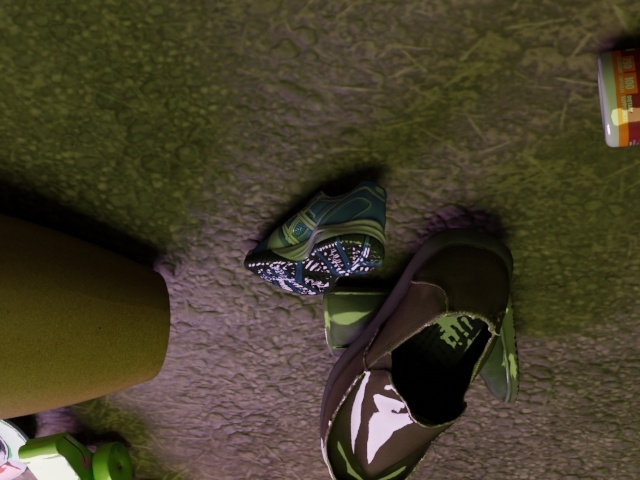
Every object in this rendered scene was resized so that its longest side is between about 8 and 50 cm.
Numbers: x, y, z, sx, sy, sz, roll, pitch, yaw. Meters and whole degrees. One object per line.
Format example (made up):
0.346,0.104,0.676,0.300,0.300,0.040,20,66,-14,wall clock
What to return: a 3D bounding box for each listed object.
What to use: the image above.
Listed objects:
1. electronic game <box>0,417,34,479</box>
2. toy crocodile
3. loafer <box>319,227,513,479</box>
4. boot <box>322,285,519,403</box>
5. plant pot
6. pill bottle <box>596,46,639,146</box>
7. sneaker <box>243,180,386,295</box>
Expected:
-0.490,0.261,1.661,0.229,0.048,0.229,2,140,2,electronic game
-0.293,0.359,1.713,0.115,0.105,0.340,-11,141,17,toy crocodile
0.087,0.153,1.334,0.133,0.130,0.366,17,125,-6,loafer
0.115,0.118,1.424,0.208,0.076,0.190,-9,125,5,boot
-0.295,0.081,1.321,0.254,0.237,0.237,4,143,-24,plant pot
0.321,-0.131,1.101,0.152,0.086,0.086,-6,139,11,pill bottle
0.000,0.000,1.295,0.080,0.081,0.211,31,151,-31,sneaker
